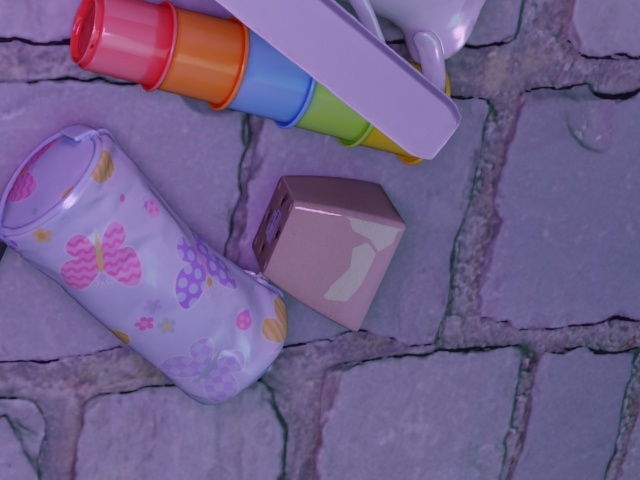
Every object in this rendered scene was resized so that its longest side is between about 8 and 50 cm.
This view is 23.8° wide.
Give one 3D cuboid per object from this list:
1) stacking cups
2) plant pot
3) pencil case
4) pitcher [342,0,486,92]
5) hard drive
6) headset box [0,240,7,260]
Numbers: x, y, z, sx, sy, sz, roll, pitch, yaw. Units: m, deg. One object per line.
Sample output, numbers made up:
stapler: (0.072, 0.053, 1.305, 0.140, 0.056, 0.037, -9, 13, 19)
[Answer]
stacking cups: (-0.051, -0.135, 1.263, 0.316, 0.096, 0.096, 9, 111, -24)
plant pot: (0.000, 0.000, 1.345, 0.096, 0.109, 0.109, 19, 107, -17)
pencil case: (-0.144, 0.024, 1.280, 0.124, 0.113, 0.273, -44, 124, 4)
pitcher: (0.047, -0.216, 1.215, 0.125, 0.178, 0.207, -14, 140, 37)
hard drive: (-0.063, -0.193, 1.059, 0.233, 0.353, 0.047, 35, 98, -34)
headset box: (-0.297, 0.009, 1.253, 0.062, 0.032, 0.083, 19, 108, -31)
